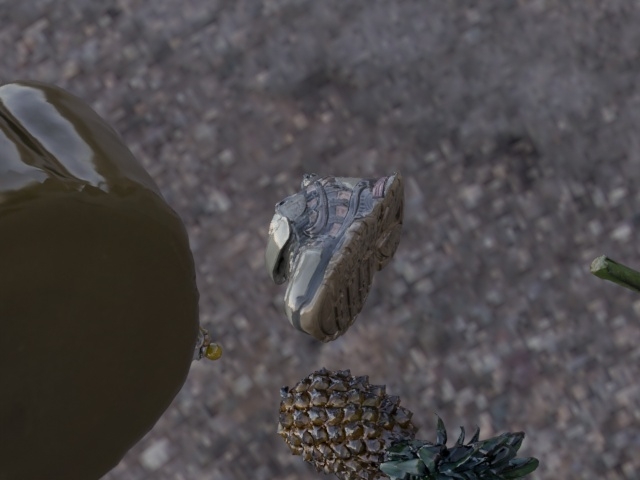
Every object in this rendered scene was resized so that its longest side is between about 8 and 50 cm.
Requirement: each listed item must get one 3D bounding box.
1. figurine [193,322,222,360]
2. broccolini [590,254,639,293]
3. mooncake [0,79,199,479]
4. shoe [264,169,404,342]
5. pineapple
[{"bbox_3d":[-0.164,0.107,2.172,0.101,0.143,0.068,5,85,11],"label":"figurine"},{"bbox_3d":[0.316,0.062,1.655,0.054,0.239,0.051,-10,64,53],"label":"broccolini"},{"bbox_3d":[-0.357,0.062,1.962,0.467,0.467,0.262,-38,48,-10],"label":"mooncake"},{"bbox_3d":[0.000,0.000,1.537,0.092,0.089,0.180,14,40,17],"label":"shoe"},{"bbox_3d":[0.057,0.155,1.513,0.221,0.083,0.103,21,18,33],"label":"pineapple"}]
